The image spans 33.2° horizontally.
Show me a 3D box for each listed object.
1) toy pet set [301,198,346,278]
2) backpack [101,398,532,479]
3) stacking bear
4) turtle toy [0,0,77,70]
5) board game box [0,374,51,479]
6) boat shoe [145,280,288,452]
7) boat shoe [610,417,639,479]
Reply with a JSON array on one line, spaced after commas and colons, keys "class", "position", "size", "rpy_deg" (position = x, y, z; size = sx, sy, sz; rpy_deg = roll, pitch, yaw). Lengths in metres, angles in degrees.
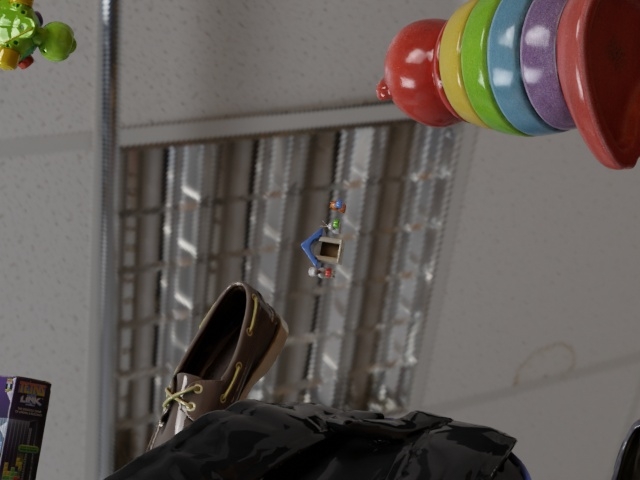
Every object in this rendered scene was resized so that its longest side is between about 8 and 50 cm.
[{"class": "toy pet set", "position": [0.000, 0.000, 1.679], "size": [0.114, 0.065, 0.122], "rpy_deg": [48, -128, -78]}, {"class": "backpack", "position": [0.002, 0.210, 0.561], "size": [0.263, 0.276, 0.213], "rpy_deg": [-48, -42, -45]}, {"class": "stacking bear", "position": [0.185, -0.176, 1.082], "size": [0.164, 0.289, 0.175], "rpy_deg": [51, -119, -32]}, {"class": "turtle toy", "position": [-0.333, -0.226, 1.181], "size": [0.066, 0.130, 0.095], "rpy_deg": [37, -116, -72]}, {"class": "board game box", "position": [-0.349, 0.205, 1.068], "size": [0.048, 0.170, 0.141], "rpy_deg": [21, -110, -50]}, {"class": "boat shoe", "position": [-0.152, 0.198, 1.399], "size": [0.097, 0.116, 0.324], "rpy_deg": [56, -130, -35]}, {"class": "boat shoe", "position": [0.379, 0.335, 1.272], "size": [0.092, 0.103, 0.285], "rpy_deg": [-1, -77, -39]}]
